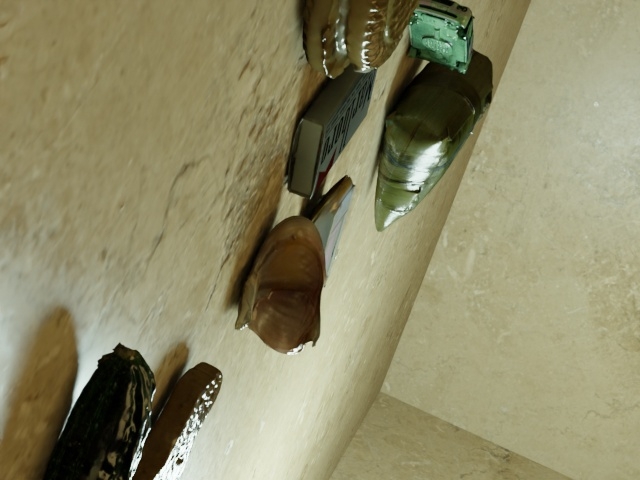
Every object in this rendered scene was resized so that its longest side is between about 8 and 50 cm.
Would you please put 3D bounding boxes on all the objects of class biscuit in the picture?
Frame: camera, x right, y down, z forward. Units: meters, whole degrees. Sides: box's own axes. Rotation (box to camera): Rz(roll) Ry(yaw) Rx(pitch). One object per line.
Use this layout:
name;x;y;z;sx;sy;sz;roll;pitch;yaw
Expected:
biscuit;-0.185;0.270;1.143;0.183;0.047;0.320;75;40;-78
biscuit;0.061;-0.278;1.088;0.259;0.079;0.259;22;90;-81

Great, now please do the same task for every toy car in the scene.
toy car;0.177;-0.305;1.606;0.224;0.090;0.076;57;53;-77

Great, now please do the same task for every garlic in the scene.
garlic;-0.038;0.054;1.295;0.124;0.099;0.174;-80;-173;-64

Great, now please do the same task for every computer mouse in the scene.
computer mouse;-0.002;0.000;1.485;0.102;0.045;0.199;-57;166;-48

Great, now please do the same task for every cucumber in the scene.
cucumber;-0.188;0.205;0.900;0.077;0.077;0.265;-12;124;-78

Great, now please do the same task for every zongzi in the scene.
zongzi;0.177;-0.166;1.831;0.251;0.125;0.274;-51;165;-35

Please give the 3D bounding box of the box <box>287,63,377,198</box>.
box;0.017;-0.143;1.288;0.115;0.036;0.177;103;14;-45
